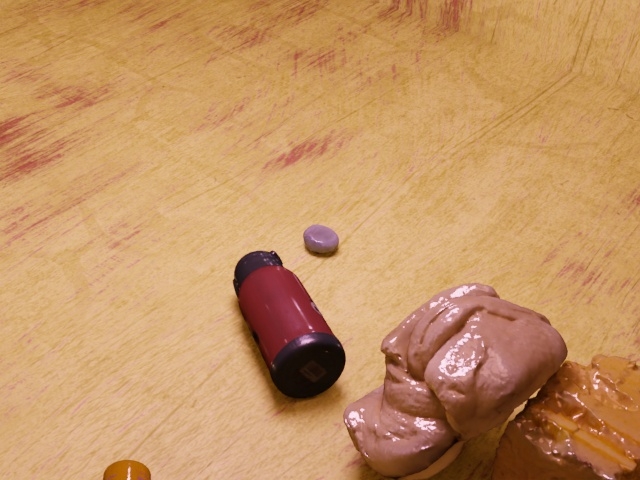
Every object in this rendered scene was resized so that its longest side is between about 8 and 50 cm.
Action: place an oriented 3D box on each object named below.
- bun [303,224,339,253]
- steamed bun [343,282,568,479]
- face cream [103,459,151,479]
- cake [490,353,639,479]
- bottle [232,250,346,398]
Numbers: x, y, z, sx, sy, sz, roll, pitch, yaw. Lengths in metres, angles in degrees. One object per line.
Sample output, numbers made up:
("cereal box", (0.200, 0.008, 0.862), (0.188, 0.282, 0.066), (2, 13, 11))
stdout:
("bun", (0.000, 0.000, 2.260), (0.083, 0.045, 0.083), (6, 39, -5))
("steamed bun", (0.215, 0.227, 1.736), (0.230, 0.372, 0.325), (49, 24, -1))
("face cream", (-0.303, 0.465, 1.568), (0.078, 0.078, 0.273), (0, 37, -8))
("cake", (0.457, 0.348, 1.712), (0.222, 0.227, 0.286), (32, 44, 31))
("bottle", (-0.073, 0.146, 1.980), (0.144, 0.144, 0.336), (-9, 37, -19))
